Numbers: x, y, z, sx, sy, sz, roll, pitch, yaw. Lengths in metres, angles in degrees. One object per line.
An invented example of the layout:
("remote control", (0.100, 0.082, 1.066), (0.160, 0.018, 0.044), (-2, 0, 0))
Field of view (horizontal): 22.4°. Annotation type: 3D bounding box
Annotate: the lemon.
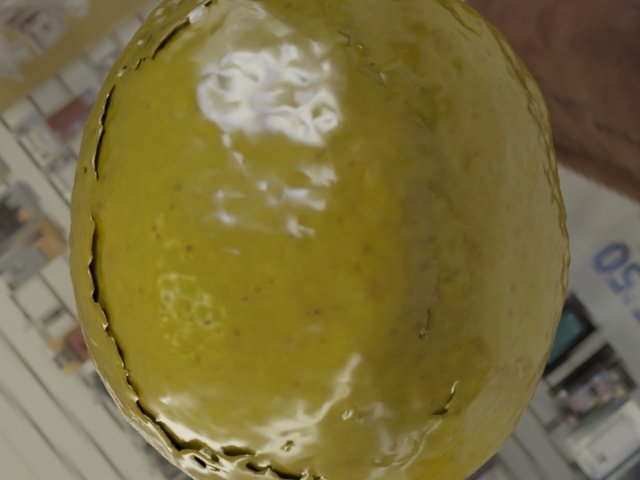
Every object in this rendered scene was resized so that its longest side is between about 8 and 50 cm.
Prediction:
("lemon", (0.000, 0.000, 0.655), (0.204, 0.204, 0.260), (-155, 66, -77))
